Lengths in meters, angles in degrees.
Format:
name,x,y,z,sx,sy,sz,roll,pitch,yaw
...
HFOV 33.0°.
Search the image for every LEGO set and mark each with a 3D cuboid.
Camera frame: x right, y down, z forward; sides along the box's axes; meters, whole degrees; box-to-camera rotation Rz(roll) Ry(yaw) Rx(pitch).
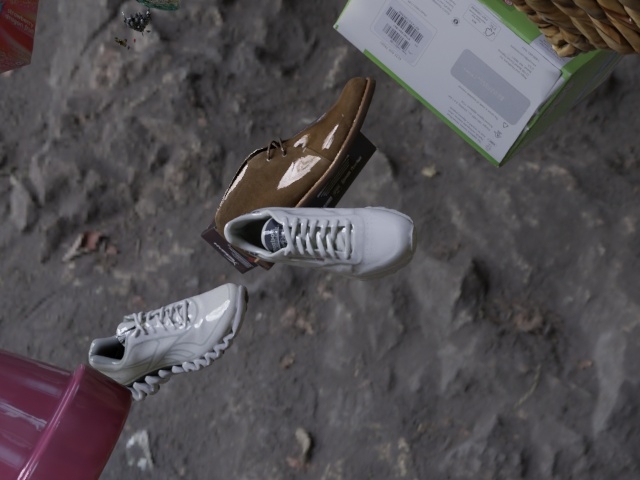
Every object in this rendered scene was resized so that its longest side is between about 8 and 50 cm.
name,x,y,z,sx,sy,sz,roll,pitch,yaw
LEGO set,-0.309,-0.353,1.798,0.054,0.083,0.023,16,27,-14

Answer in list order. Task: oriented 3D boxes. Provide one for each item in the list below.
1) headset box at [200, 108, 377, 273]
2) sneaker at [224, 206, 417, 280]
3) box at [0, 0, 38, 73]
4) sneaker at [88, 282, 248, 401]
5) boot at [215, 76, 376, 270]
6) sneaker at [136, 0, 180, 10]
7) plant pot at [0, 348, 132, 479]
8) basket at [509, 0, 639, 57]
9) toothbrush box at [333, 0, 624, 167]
name,x,y,z,sx,sy,sz,roll,pitch,yaw
headset box,-0.050,-0.085,1.833,0.110,0.293,0.218,43,57,-12
sneaker,0.000,0.000,1.268,0.235,0.090,0.095,0,-4,32
box,-0.596,-0.383,1.673,0.142,0.300,0.154,-9,68,31
sneaker,-0.233,0.145,1.644,0.118,0.292,0.110,40,30,-32
boot,-0.035,-0.111,1.492,0.115,0.305,0.112,34,8,-5
sneaker,-0.220,-0.328,1.237,0.065,0.076,0.166,11,-10,39
plant pot,-0.284,0.171,0.905,0.180,0.201,0.201,31,42,-12
basket,0.131,-0.222,0.393,0.299,0.213,0.223,37,-4,-29
toothbrush box,0.182,-0.220,1.037,0.206,0.122,0.283,42,42,9
